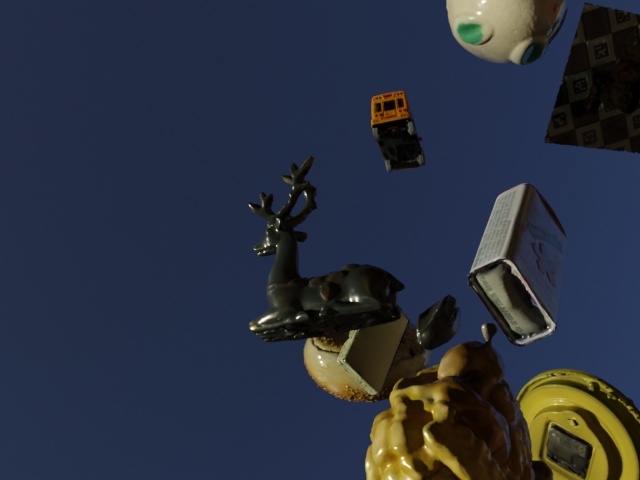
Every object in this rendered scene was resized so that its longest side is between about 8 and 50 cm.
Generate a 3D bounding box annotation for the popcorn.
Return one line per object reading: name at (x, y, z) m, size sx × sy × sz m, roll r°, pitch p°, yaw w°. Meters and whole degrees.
popcorn at (0.119, 0.188, 0.635) m, size 0.140 × 0.194 × 0.163 m, roll -17°, pitch -74°, yaw 28°

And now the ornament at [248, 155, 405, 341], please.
ornament at (0.000, 0.000, 0.920) m, size 0.202 × 0.236 × 0.080 m, roll -12°, pitch -27°, yaw 15°

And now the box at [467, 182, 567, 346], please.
box at (0.417, 0.038, 1.458) m, size 0.112 × 0.370 × 0.190 m, roll -31°, pitch -77°, yaw 32°

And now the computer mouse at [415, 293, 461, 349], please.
computer mouse at (0.240, 0.162, 1.389) m, size 0.135 × 0.047 × 0.079 m, roll -41°, pitch -68°, yaw -33°

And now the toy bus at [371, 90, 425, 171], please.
toy bus at (0.156, -0.212, 1.411) m, size 0.083 × 0.088 × 0.194 m, roll -9°, pitch -24°, yaw 13°

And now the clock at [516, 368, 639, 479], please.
clock at (0.382, 0.310, 1.061) m, size 0.057 × 0.237 × 0.237 m, roll -20°, pitch -63°, yaw -39°

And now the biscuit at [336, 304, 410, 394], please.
biscuit at (0.115, 0.211, 1.497) m, size 0.121 × 0.040 × 0.199 m, roll 44°, pitch -128°, yaw -18°

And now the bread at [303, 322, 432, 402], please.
bread at (0.112, 0.283, 1.688) m, size 0.305 × 0.305 × 0.159 m, roll -8°, pitch -74°, yaw -24°

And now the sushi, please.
sushi at (0.642, -0.335, 1.526) m, size 0.293 × 0.059 × 0.292 m, roll 8°, pitch -76°, yaw -10°

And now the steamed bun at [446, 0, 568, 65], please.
steamed bun at (0.274, -0.340, 1.074) m, size 0.177 × 0.228 × 0.131 m, roll 18°, pitch -79°, yaw -9°
